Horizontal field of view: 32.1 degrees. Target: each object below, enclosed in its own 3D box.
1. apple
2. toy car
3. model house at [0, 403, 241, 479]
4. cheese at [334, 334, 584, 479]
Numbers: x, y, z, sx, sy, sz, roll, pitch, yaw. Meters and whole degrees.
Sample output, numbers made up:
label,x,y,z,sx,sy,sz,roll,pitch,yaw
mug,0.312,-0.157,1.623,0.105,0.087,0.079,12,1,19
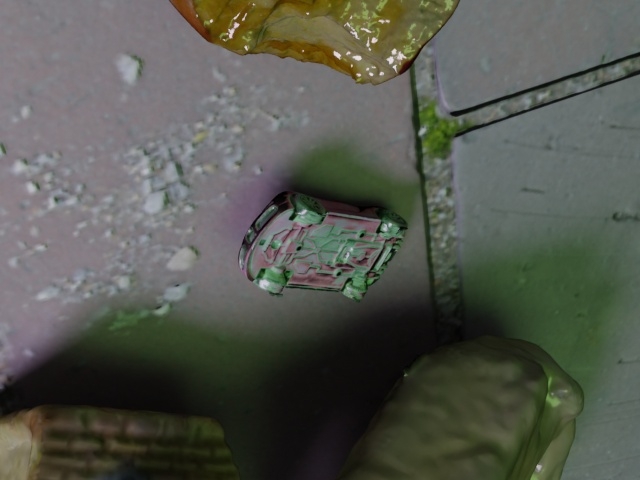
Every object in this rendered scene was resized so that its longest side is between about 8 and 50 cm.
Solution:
label,x,y,z,sx,sy,sz,roll,pitch,yaw
apple,-0.007,-0.171,0.590,0.158,0.147,0.156,23,144,-25
toy car,0.000,0.000,0.769,0.142,0.055,0.069,8,121,-45
model house,-0.123,0.264,0.742,0.261,0.321,0.266,15,114,-40
cheese,0.082,0.216,0.828,0.318,0.115,0.326,-64,159,0
